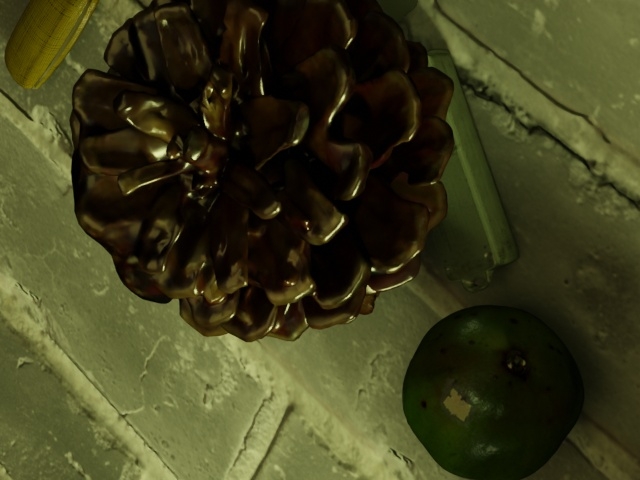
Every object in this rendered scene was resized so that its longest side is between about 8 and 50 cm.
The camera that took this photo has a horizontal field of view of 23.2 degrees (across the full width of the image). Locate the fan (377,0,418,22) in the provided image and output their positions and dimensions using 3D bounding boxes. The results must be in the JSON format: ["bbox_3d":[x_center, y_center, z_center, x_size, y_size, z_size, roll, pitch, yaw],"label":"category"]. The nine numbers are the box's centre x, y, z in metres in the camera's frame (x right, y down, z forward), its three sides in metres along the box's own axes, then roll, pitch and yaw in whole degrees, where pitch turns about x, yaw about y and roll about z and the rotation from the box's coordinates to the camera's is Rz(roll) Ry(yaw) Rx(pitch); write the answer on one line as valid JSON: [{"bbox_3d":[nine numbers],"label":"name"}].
[{"bbox_3d":[-0.022,-0.295,1.778,0.415,0.012,0.233,-38,74,38],"label":"fan"}]

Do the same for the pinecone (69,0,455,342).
[{"bbox_3d":[-0.058,-0.095,1.540,0.398,0.398,0.397,10,106,39],"label":"pinecone"}]

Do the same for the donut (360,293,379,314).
[{"bbox_3d":[-0.011,0.000,1.759,0.187,0.144,0.126,12,131,12],"label":"donut"}]

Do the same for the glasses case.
[{"bbox_3d":[-0.344,-0.290,2.021,0.234,0.064,0.079,-50,60,37],"label":"glasses case"}]

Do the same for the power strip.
[{"bbox_3d":[0.137,-0.079,1.664,0.078,0.052,0.272,-22,86,41],"label":"power strip"}]

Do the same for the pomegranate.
[{"bbox_3d":[0.170,0.172,1.625,0.187,0.187,0.225,52,155,20],"label":"pomegranate"}]
